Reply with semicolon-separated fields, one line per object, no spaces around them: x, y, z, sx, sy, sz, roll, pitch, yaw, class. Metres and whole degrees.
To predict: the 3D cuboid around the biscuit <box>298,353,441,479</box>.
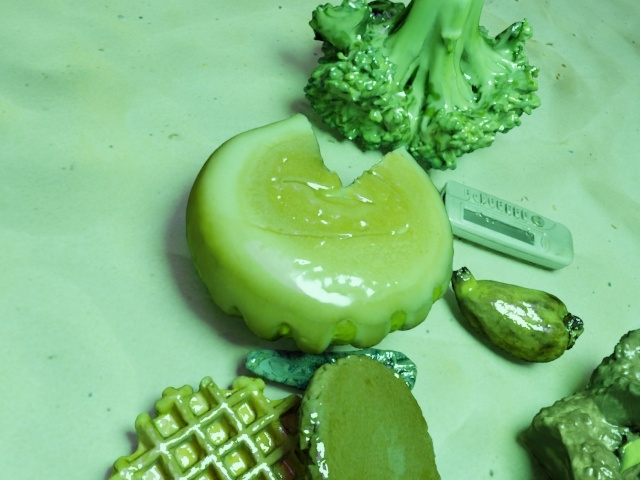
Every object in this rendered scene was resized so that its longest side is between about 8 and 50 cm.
0.057;0.227;0.596;0.226;0.042;0.225;33;42;-35;biscuit

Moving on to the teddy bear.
0.377;0.265;0.648;0.223;0.246;0.296;-18;26;1;teddy bear

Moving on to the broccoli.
0.149;-0.263;0.860;0.339;0.317;0.277;6;63;28;broccoli

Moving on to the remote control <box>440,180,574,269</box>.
0.293;-0.019;0.888;0.231;0.049;0.090;20;55;-10;remote control

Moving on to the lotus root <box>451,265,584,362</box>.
0.260;0.101;0.781;0.191;0.094;0.108;23;30;3;lotus root

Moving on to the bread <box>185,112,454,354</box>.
0.000;0.000;0.690;0.333;0.160;0.332;9;57;-14;bread

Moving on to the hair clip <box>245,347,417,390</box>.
0.015;0.157;0.674;0.229;0.036;0.065;10;62;-24;hair clip

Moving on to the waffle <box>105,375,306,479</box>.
-0.083;0.260;0.559;0.253;0.056;0.249;27;53;-7;waffle
